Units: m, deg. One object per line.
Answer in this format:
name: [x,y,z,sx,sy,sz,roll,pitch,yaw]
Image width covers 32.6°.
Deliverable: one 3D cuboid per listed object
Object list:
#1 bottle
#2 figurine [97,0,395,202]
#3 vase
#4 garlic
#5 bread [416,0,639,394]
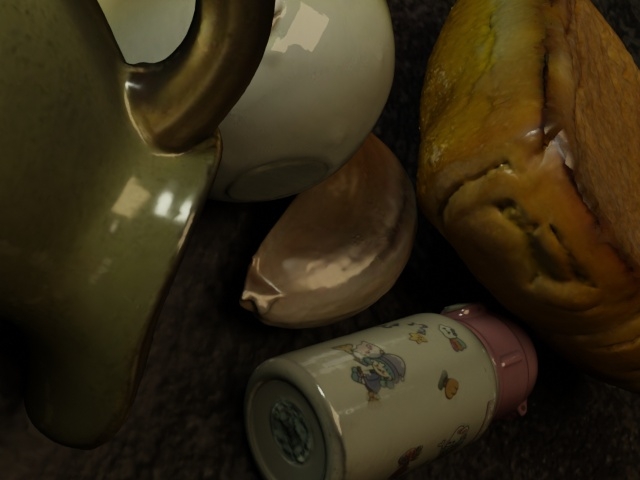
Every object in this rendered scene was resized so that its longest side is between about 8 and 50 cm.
bottle: [0.064,0.111,0.799,0.233,0.110,0.110,-14,82,-39]
figurine: [-0.114,-0.211,0.763,0.274,0.226,0.394,-16,76,-11]
vase: [-0.160,-0.080,0.568,0.302,0.329,0.241,37,23,-21]
garlic: [0.014,0.002,0.824,0.101,0.087,0.196,35,58,-5]
bread: [0.214,-0.041,0.919,0.328,0.148,0.337,44,37,-28]
